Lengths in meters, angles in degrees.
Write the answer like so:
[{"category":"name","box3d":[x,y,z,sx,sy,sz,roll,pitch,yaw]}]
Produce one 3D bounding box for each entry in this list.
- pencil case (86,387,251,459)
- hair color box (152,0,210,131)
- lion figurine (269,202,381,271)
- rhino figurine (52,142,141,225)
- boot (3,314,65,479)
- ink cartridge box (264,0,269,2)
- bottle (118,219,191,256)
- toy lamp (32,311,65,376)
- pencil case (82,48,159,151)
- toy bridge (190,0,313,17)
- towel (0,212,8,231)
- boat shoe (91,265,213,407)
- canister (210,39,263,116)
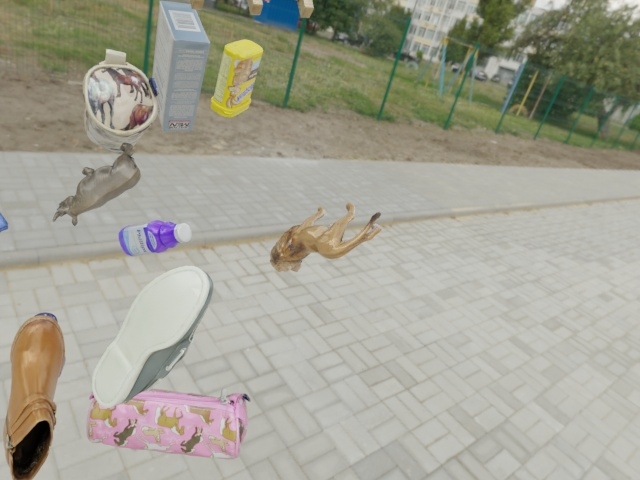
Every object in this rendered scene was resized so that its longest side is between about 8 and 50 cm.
[{"category":"pencil case","box3d":[-0.376,0.442,1.117,0.385,0.167,0.160,5,-13,1]},{"category":"hair color box","box3d":[-0.476,-0.562,1.489,0.113,0.374,0.186,-10,63,-31]},{"category":"lion figurine","box3d":[0.000,0.000,1.380,0.240,0.142,0.392,-42,15,-27]},{"category":"rhino figurine","box3d":[-0.511,-0.115,1.012,0.106,0.243,0.073,56,1,41]},{"category":"boot","box3d":[-0.583,0.313,0.906,0.108,0.284,0.220,17,-3,-34]},{"category":"ink cartridge box","box3d":[-0.133,-0.592,0.806,0.171,0.238,0.100,23,2,3]},{"category":"bottle","box3d":[-0.590,-0.012,1.599,0.282,0.118,0.092,-6,17,26]},{"category":"toy lamp","box3d":[-0.711,0.275,1.157,0.080,0.080,0.274,-2,18,-36]},{"category":"pencil case","box3d":[-0.526,-0.337,1.159,0.159,0.184,0.410,9,0,-28]},{"category":"toy bridge","box3d":[-0.099,-0.370,0.665,0.188,0.063,0.026,-8,-10,-23]},{"category":"towel","box3d":[-0.825,-0.114,0.878,0.243,0.336,0.040,-24,25,0]},{"category":"boat shoe","box3d":[-0.283,0.168,0.798,0.116,0.319,0.099,47,15,24]},{"category":"canister","box3d":[-0.218,-0.424,1.169,0.073,0.170,0.126,32,41,6]}]
